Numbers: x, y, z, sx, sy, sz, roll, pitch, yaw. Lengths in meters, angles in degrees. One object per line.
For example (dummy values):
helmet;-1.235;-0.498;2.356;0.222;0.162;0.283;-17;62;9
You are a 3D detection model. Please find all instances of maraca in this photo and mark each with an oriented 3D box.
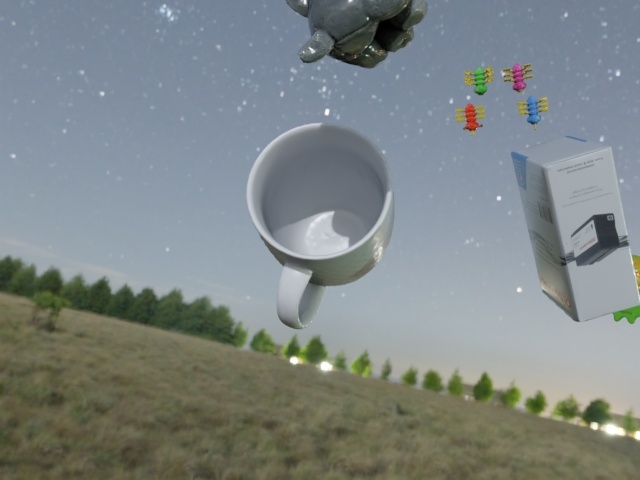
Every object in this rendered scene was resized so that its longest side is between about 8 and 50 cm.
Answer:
maraca;0.833;0.130;1.848;0.099;0.186;0.127;12;-4;-36

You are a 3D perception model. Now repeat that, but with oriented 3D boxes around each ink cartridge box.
ink cartridge box;0.488;-0.030;1.325;0.128;0.308;0.223;-16;13;3

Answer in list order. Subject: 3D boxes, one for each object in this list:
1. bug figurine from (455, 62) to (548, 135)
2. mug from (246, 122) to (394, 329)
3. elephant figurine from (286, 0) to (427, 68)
bug figurine;0.565;-0.445;2.147;0.278;0.217;0.072;-3;2;18
mug;0.000;0.000;1.398;0.276;0.374;0.328;16;-16;13
elephant figurine;0.028;-0.372;0.972;0.169;0.240;0.186;-36;-19;24
